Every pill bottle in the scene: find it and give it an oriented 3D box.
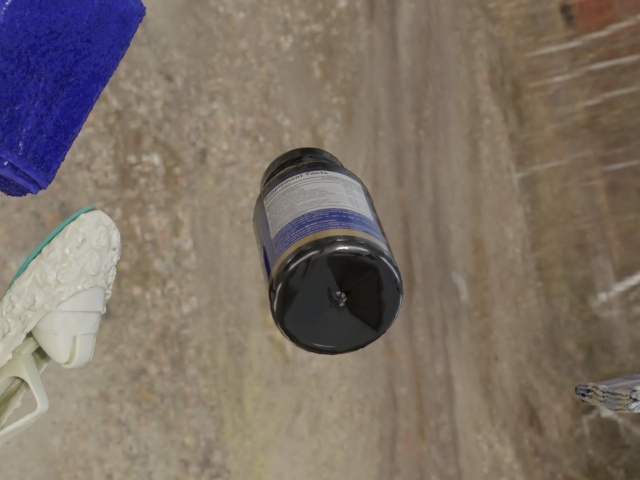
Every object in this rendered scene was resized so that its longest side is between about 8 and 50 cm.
[{"bbox_3d":[0.000,0.000,1.136,0.219,0.122,0.123,-106,176,-58],"label":"pill bottle"}]

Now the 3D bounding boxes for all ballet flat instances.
[{"bbox_3d":[-0.364,0.147,1.498,0.147,0.409,0.147,40,10,-8],"label":"ballet flat"}]

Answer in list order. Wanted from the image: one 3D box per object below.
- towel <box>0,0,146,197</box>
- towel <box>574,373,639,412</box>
[{"bbox_3d":[-0.281,-0.170,0.965,0.228,0.076,0.308,-57,149,-1],"label":"towel"},{"bbox_3d":[0.444,0.175,1.476,0.285,0.209,0.034,105,-26,-85],"label":"towel"}]
